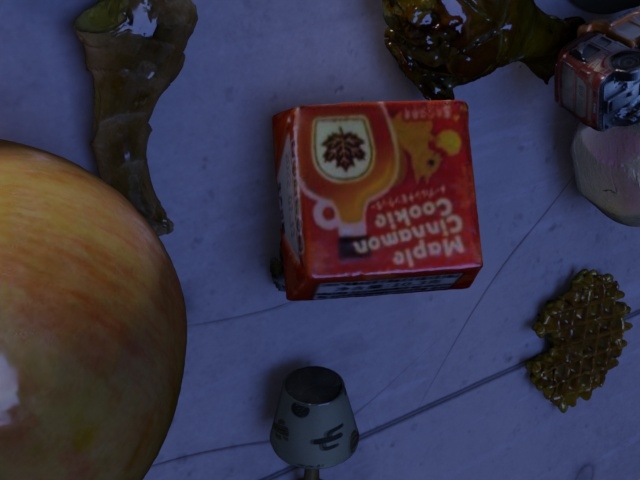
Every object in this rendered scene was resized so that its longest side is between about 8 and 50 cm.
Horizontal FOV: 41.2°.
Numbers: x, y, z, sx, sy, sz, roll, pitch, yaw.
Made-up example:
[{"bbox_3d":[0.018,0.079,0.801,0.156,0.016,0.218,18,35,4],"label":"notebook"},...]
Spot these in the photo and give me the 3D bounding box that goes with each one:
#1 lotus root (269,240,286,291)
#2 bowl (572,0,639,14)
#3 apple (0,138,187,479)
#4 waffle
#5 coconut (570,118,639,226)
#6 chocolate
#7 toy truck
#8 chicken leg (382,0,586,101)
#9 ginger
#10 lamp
[{"bbox_3d":[0.000,-0.001,1.084,0.165,0.088,0.088,-39,123,-6],"label":"lotus root"},{"bbox_3d":[0.469,-0.462,1.192,0.289,0.146,0.289,-11,111,-31],"label":"bowl"},{"bbox_3d":[-0.310,0.101,0.741,0.391,0.391,0.346,-40,141,-16],"label":"apple"},{"bbox_3d":[0.438,0.167,1.438,0.231,0.051,0.228,-49,124,-11],"label":"waffle"},{"bbox_3d":[0.490,-0.149,1.263,0.227,0.227,0.230,-32,126,-21],"label":"coconut"},{"bbox_3d":[0.071,-0.053,1.007,0.237,0.108,0.234,-2,84,-11],"label":"chocolate"},{"bbox_3d":[0.443,-0.258,1.147,0.270,0.135,0.114,-30,135,-14],"label":"toy truck"},{"bbox_3d":[0.213,-0.259,1.096,0.361,0.140,0.211,22,105,-42],"label":"chicken leg"},{"bbox_3d":[-0.194,-0.140,0.916,0.131,0.086,0.294,-20,124,-39],"label":"ginger"},{"bbox_3d":[-0.009,0.278,1.145,0.121,0.121,0.214,-15,122,-28],"label":"lamp"}]
